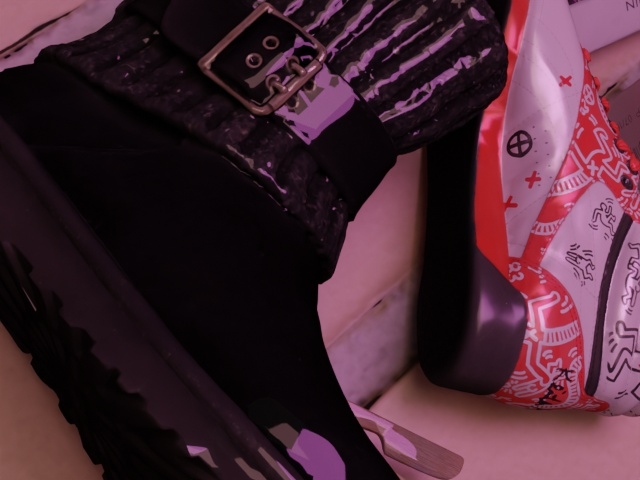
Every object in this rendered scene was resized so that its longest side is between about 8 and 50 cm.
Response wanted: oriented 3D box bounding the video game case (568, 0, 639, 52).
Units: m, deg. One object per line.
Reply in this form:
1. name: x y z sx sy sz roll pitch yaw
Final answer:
1. video game case: 0.194 -0.251 0.655 0.210 0.042 0.232 -25 109 -24

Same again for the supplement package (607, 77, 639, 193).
1. supplement package: 0.279 -0.070 0.642 0.179 0.105 0.105 -15 76 -23

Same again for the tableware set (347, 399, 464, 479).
1. tableware set: 0.058 0.173 0.517 0.194 0.039 0.128 27 61 -11

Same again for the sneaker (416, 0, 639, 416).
1. sneaker: 0.139 -0.036 0.594 0.145 0.090 0.270 14 68 -17

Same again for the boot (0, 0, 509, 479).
1. boot: 0.000 -0.003 0.483 0.260 0.131 0.348 -32 72 -26
